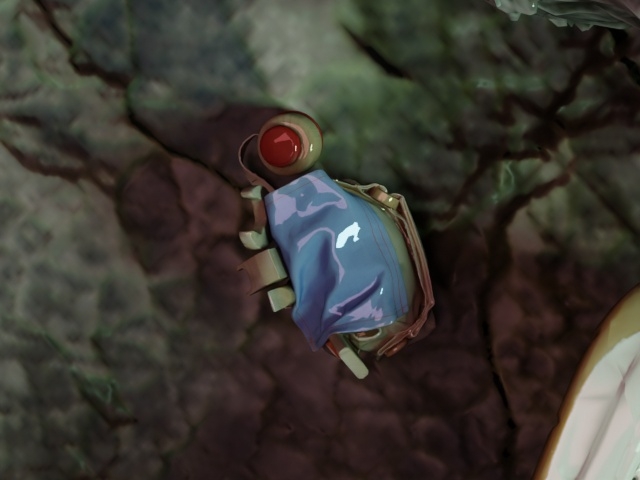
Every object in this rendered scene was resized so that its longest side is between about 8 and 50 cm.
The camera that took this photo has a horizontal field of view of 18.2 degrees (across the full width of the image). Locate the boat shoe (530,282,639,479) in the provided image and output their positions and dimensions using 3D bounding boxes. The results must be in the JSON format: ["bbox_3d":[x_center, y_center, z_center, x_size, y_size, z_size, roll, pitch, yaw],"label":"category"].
[{"bbox_3d":[0.080,0.153,0.565,0.096,0.098,0.277,23,104,16],"label":"boat shoe"}]

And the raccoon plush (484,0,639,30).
[{"bbox_3d":[0.036,-0.069,0.503,0.299,0.216,0.446,-30,87,29],"label":"raccoon plush"}]

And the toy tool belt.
[{"bbox_3d":[0.000,0.000,0.596,0.052,0.051,0.083,-29,87,21],"label":"toy tool belt"}]
